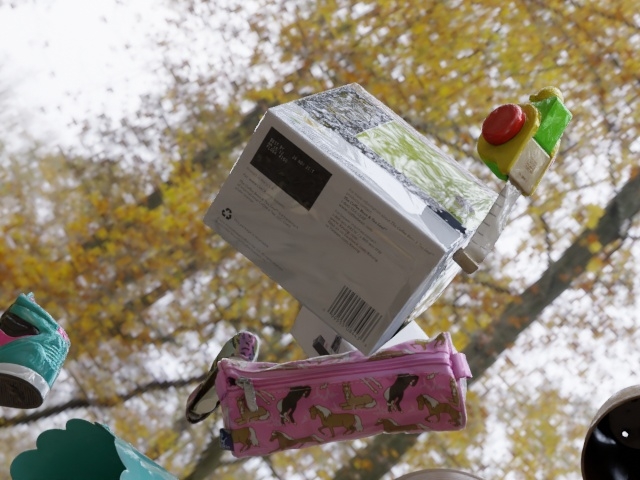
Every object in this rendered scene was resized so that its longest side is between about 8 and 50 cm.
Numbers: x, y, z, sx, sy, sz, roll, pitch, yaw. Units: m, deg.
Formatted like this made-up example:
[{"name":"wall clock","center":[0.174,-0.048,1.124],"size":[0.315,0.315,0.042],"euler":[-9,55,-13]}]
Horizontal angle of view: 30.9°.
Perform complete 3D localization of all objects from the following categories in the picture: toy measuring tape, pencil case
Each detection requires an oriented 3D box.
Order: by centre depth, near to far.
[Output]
[{"name":"toy measuring tape","center":[0.258,-0.095,1.689],"size":[0.121,0.330,0.121],"euler":[29,-18,11]},{"name":"pencil case","center":[0.036,0.235,1.766],"size":[0.167,0.386,0.160],"euler":[-77,160,-80]}]

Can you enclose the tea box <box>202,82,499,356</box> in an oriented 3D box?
[{"name":"tea box","center":[0.062,-0.045,1.760],"size":[0.329,0.323,0.220],"euler":[40,-62,12]}]

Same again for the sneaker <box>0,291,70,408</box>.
[{"name":"sneaker","center":[-0.522,0.165,1.875],"size":[0.296,0.178,0.123],"euler":[5,-45,28]}]

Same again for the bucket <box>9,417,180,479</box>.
[{"name":"bucket","center":[-0.331,0.416,1.673],"size":[0.281,0.281,0.183],"euler":[16,-17,44]}]

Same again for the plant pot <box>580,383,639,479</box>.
[{"name":"plant pot","center":[0.501,0.306,1.770],"size":[0.215,0.230,0.215],"euler":[1,-81,8]}]

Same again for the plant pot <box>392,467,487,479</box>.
[{"name":"plant pot","center":[0.154,0.372,1.422],"size":[0.237,0.237,0.109],"euler":[36,-32,27]}]

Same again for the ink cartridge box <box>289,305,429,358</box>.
[{"name":"ink cartridge box","center":[0.100,0.216,2.254],"size":[0.273,0.197,0.114],"euler":[51,-48,28]}]

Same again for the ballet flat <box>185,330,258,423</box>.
[{"name":"ballet flat","center":[-0.189,0.274,2.221],"size":[0.077,0.079,0.221],"euler":[33,-68,-14]}]
